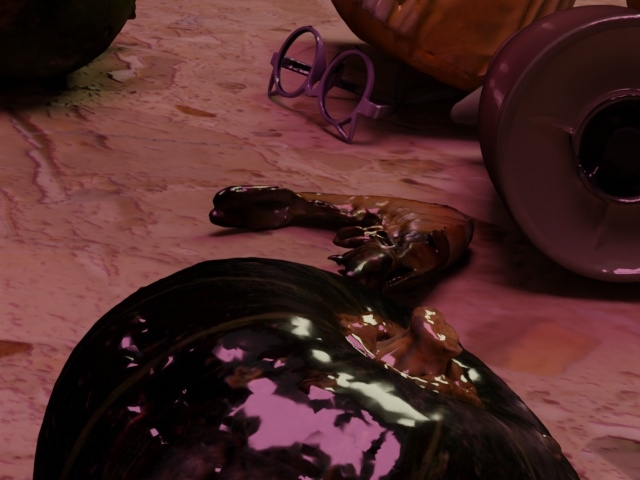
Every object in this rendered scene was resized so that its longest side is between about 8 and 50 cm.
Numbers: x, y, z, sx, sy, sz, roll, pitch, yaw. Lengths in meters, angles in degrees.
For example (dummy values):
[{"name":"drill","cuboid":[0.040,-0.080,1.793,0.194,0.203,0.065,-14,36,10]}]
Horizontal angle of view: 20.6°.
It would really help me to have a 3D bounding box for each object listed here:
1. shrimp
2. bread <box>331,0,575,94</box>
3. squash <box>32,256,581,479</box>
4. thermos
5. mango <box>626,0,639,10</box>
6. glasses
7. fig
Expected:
[{"name":"shrimp","cuboid":[0.000,-0.003,0.967,0.148,0.035,0.195,13,15,16]},{"name":"bread","cuboid":[0.090,-0.189,1.319,0.152,0.119,0.288,27,9,-13]},{"name":"squash","cuboid":[0.000,0.089,0.564,0.193,0.156,0.193,13,1,0]},{"name":"thermos","cuboid":[0.174,-0.078,1.065,0.176,0.146,0.265,-11,13,2]},{"name":"mango","cuboid":[0.364,-0.186,1.299,0.221,0.199,0.384,-18,28,-12]},{"name":"glasses","cuboid":[0.036,-0.104,1.264,0.104,0.062,0.140,17,10,-37]},{"name":"fig","cuboid":[-0.213,-0.189,1.278,0.195,0.195,0.245,14,-13,24]}]
